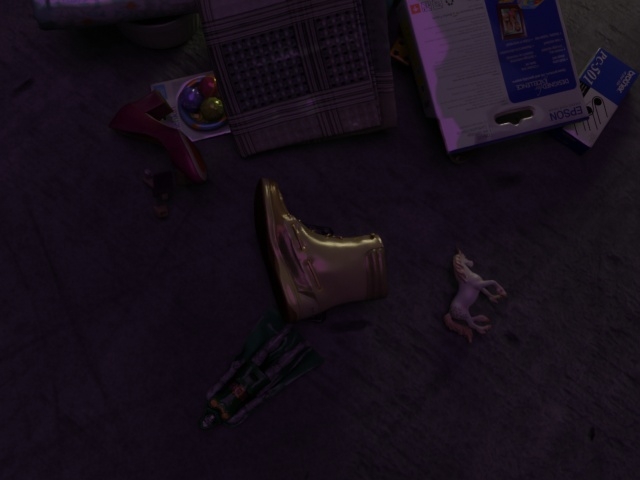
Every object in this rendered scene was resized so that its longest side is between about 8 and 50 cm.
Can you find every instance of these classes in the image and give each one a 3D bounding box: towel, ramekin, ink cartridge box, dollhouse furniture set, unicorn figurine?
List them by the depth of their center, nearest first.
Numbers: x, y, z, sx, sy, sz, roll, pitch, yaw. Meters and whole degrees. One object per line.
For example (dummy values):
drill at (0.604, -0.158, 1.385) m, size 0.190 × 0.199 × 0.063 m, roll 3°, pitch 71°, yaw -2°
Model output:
towel at (-0.032, -0.320, 1.152) m, size 0.325 × 0.056 × 0.312 m, roll -12°, pitch 112°, yaw 3°
towel at (-0.373, -0.567, 1.168) m, size 0.321 × 0.090 × 0.374 m, roll -11°, pitch 77°, yaw -6°
unicorn figurine at (0.274, 0.094, 1.169) m, size 0.111 × 0.060 × 0.161 m, roll 26°, pitch 75°, yaw 2°
dollhouse furniture set at (-0.273, -0.107, 1.209) m, size 0.114 × 0.090 × 0.081 m, roll -19°, pitch 34°, yaw -31°
ink cartridge box at (0.330, -0.341, 1.234) m, size 0.304 × 0.072 × 0.307 m, roll -15°, pitch 92°, yaw -10°
ramekin at (-0.319, -0.473, 1.249) m, size 0.207 × 0.109 × 0.207 m, roll 1°, pitch 76°, yaw -3°
ink cartridge box at (0.544, -0.281, 1.296) m, size 0.097 × 0.046 × 0.207 m, roll 36°, pitch 75°, yaw 4°

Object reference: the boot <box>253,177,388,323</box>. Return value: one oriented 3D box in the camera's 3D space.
boot at (0.000, 0.000, 1.138) m, size 0.204 × 0.095 × 0.261 m, roll -12°, pitch 72°, yaw -17°

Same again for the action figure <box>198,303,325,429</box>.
action figure at (-0.119, 0.239, 1.105) m, size 0.232 × 0.063 × 0.137 m, roll -44°, pitch 86°, yaw -10°

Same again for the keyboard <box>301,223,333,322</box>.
keyboard at (-0.036, 0.057, 1.176) m, size 0.108 × 0.023 × 0.180 m, roll 6°, pitch 74°, yaw -3°

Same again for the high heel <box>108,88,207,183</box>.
high heel at (-0.296, -0.168, 1.162) m, size 0.117 × 0.082 × 0.244 m, roll -35°, pitch 67°, yaw 1°

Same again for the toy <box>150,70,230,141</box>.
toy at (-0.200, -0.275, 1.233) m, size 0.237 × 0.056 × 0.136 m, roll -13°, pitch 76°, yaw -8°

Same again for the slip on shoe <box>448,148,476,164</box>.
slip on shoe at (0.300, -0.208, 1.260) m, size 0.051 × 0.041 × 0.135 m, roll 41°, pitch 76°, yaw 7°

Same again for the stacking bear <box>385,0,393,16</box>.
stacking bear at (0.045, -0.429, 1.243) m, size 0.175 × 0.164 × 0.289 m, roll 25°, pitch 83°, yaw 19°

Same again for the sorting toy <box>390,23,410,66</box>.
sorting toy at (0.272, -0.380, 1.301) m, size 0.275 × 0.046 × 0.132 m, roll 6°, pitch 75°, yaw -3°
